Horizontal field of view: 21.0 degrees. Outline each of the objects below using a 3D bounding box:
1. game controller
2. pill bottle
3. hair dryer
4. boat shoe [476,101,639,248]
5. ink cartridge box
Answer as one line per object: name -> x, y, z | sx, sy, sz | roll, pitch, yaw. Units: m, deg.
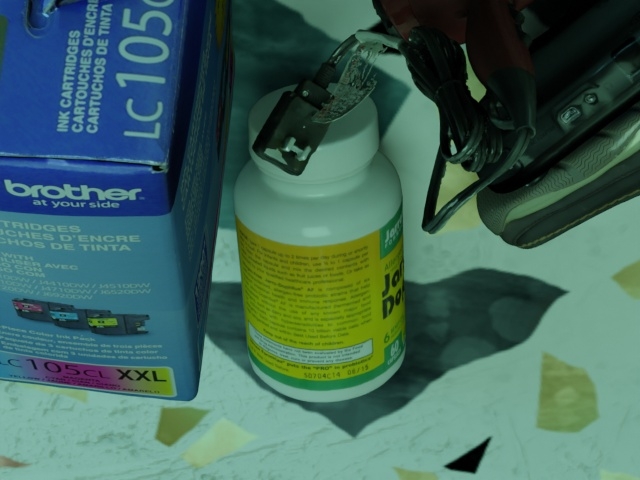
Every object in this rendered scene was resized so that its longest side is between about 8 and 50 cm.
game controller -> 0.218, -0.151, 1.045 | 0.319, 0.166, 0.067 | -38, 98, 28
pill bottle -> 0.000, 0.000, 1.203 | 0.118, 0.117, 0.208 | 0, 125, 6
hair dryer -> 0.107, -0.128, 1.045 | 0.080, 0.223, 0.293 | 43, 75, -38
boat shoe -> 0.262, -0.085, 1.110 | 0.355, 0.132, 0.130 | -34, 116, 27
ink cartridge box -> -0.132, -0.101, 0.954 | 0.151, 0.270, 0.395 | 4, 156, 2
